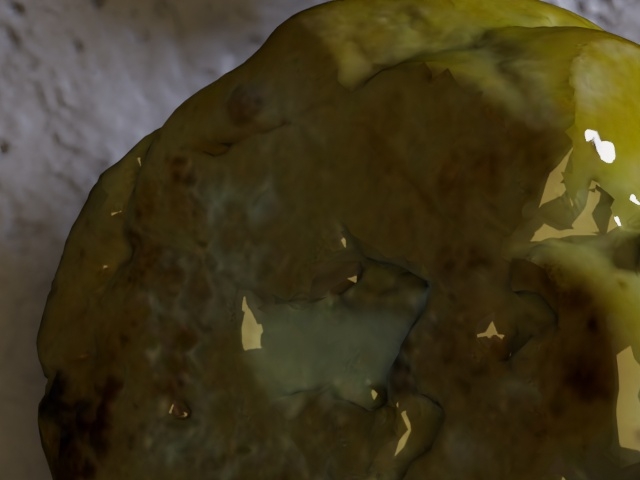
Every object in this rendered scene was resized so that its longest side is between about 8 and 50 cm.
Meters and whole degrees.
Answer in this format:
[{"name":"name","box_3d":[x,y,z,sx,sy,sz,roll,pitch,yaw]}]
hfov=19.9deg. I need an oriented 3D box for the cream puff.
[{"name":"cream puff","box_3d":[0.064,0.069,0.747,0.257,0.291,0.324,11,107,-50]}]
